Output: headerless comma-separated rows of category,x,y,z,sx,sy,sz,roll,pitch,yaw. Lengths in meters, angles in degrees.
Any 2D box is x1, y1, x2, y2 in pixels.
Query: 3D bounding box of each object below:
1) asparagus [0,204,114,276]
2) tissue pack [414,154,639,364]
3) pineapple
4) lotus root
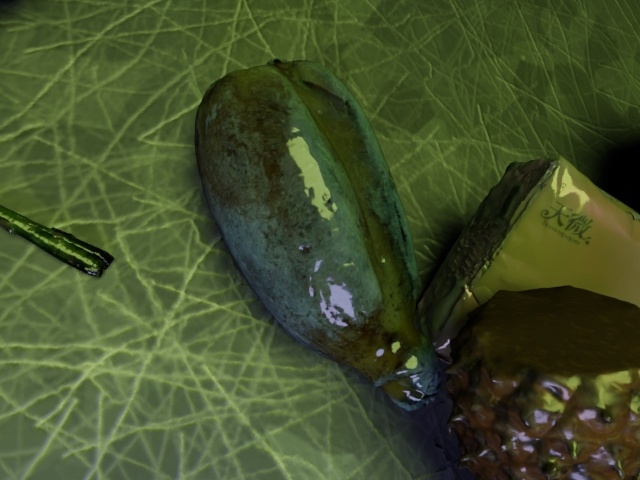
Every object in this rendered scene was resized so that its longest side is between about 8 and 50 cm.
asparagus,-0.277,-0.033,0.394,0.232,0.023,0.022,30,24,-13
tissue pack,0.246,0.061,0.496,0.256,0.123,0.215,27,102,-12
pineapple,0.191,0.216,0.407,0.165,0.165,0.365,-22,114,-24
lotus root,0.000,0.000,0.436,0.158,0.140,0.322,-27,95,-49
